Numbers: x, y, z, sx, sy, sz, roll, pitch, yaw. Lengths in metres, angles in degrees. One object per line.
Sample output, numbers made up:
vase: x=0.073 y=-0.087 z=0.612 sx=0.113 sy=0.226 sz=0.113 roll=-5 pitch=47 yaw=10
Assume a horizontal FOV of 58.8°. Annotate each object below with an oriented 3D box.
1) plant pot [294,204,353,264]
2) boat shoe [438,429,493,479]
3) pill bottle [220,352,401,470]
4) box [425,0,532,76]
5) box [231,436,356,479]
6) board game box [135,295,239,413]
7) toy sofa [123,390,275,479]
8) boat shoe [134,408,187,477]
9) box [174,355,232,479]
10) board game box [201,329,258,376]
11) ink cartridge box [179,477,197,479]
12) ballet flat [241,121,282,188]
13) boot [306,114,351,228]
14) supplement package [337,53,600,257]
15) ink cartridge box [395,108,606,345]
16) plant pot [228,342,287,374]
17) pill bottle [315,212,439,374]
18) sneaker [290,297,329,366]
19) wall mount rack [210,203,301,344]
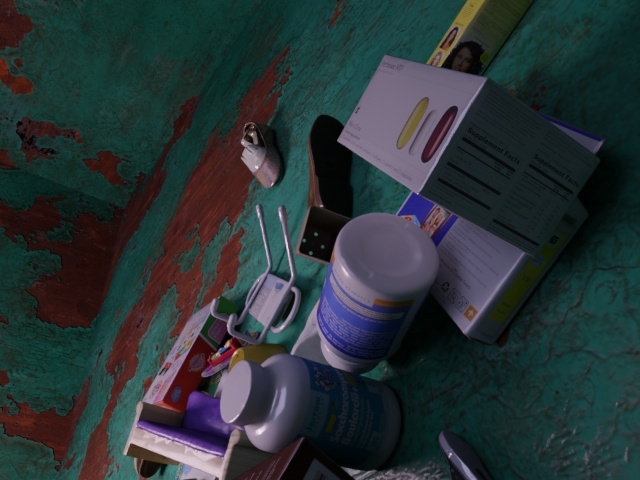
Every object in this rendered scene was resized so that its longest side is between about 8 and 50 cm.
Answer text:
plant pot: x=0.000 y=0.000 z=1.224 sx=0.096 sy=0.109 sz=0.109 roll=152 pitch=135 yaw=-67
boat shoe: x=0.188 y=0.304 z=0.726 sx=0.040 sy=0.049 sz=0.142 roll=-59 pitch=31 yaw=15
pill bottle: x=-0.016 y=0.262 z=0.878 sx=0.146 sy=0.264 sz=0.146 roll=-39 pitch=39 yaw=41
box: x=0.279 y=-0.366 z=1.027 sx=0.232 sy=0.088 sz=0.058 roll=-58 pitch=27 yaw=19
box: x=-0.074 y=0.449 z=0.838 sx=0.381 sy=0.191 sz=0.143 roll=-48 pitch=2 yaw=45
board game box: x=-0.358 y=0.321 z=1.528 sx=0.242 sy=0.064 sz=0.316 roll=-34 pitch=26 yaw=52
toy sofa: x=-0.237 y=0.405 z=1.185 sx=0.363 sy=0.150 sz=0.176 roll=-3 pitch=65 yaw=43
boat shoe: x=-0.436 y=0.548 z=1.576 sx=0.095 sy=0.095 sz=0.257 roll=21 pitch=88 yaw=56
box: x=-0.255 y=0.445 z=1.373 sx=0.232 sy=0.059 sz=0.321 roll=-26 pitch=46 yaw=50
board game box: x=-0.232 y=0.266 z=1.393 sx=0.169 sy=0.033 sz=0.133 roll=-40 pitch=10 yaw=-36
ink cartridge box: x=-0.342 y=0.672 z=1.267 sx=0.255 sy=0.097 sz=0.188 roll=-52 pitch=49 yaw=40
ballet flat: x=-0.193 y=-0.269 z=1.744 sx=0.107 sy=0.106 sz=0.316 roll=-53 pitch=31 yaw=24
boot: x=0.004 y=-0.164 z=1.340 sx=0.115 sy=0.113 sz=0.305 roll=132 pitch=146 yaw=-51
supplement package: x=0.178 y=-0.122 z=0.755 sx=0.145 sy=0.204 sz=0.262 roll=-60 pitch=28 yaw=11
ink cartridge box: x=0.250 y=-0.052 z=0.867 sx=0.307 sy=0.072 sz=0.303 roll=-56 pitch=29 yaw=14
plant pot: x=-0.148 y=0.285 z=1.266 sx=0.134 sy=0.095 sz=0.134 roll=-40 pitch=38 yaw=41
pill bottle: x=0.074 y=0.098 z=0.889 sx=0.271 sy=0.153 sz=0.152 roll=105 pitch=166 yaw=-49
sneaker: x=-0.003 y=0.181 z=1.135 sx=0.212 sy=0.080 sz=0.094 roll=-61 pitch=16 yaw=-3
wall mount rack: x=-0.139 y=0.075 z=1.347 sx=0.304 sy=0.131 sz=0.350 roll=-63 pitch=21 yaw=-6
